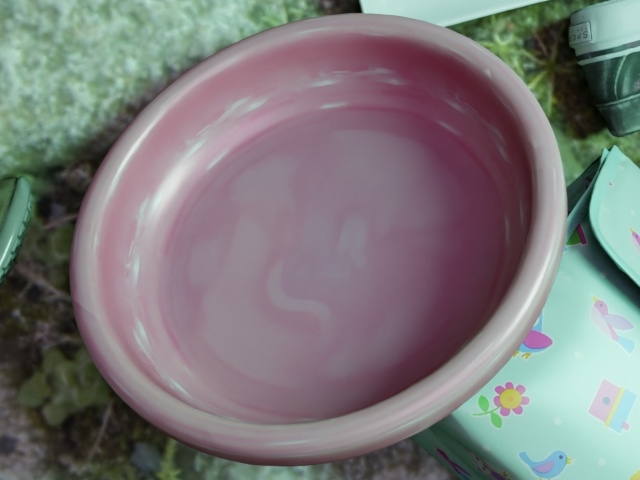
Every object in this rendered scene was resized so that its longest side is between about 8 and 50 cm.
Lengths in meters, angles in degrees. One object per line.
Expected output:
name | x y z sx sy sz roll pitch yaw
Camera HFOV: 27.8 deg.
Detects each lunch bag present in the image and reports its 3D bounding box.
lunch bag | 0.214 0.088 0.925 0.223 0.160 0.262 42 73 -2

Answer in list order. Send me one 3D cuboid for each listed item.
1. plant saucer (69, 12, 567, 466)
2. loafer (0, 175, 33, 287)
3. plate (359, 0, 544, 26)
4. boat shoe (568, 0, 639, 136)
plant saucer | 0.000 0.000 0.862 0.332 0.084 0.332 -8 58 14
loafer | -0.284 0.051 0.868 0.087 0.094 0.251 35 79 -8
plate | 0.135 -0.311 0.974 0.278 0.045 0.277 -14 93 -7
boat shoe | 0.357 -0.164 0.998 0.335 0.121 0.119 -16 100 -1
